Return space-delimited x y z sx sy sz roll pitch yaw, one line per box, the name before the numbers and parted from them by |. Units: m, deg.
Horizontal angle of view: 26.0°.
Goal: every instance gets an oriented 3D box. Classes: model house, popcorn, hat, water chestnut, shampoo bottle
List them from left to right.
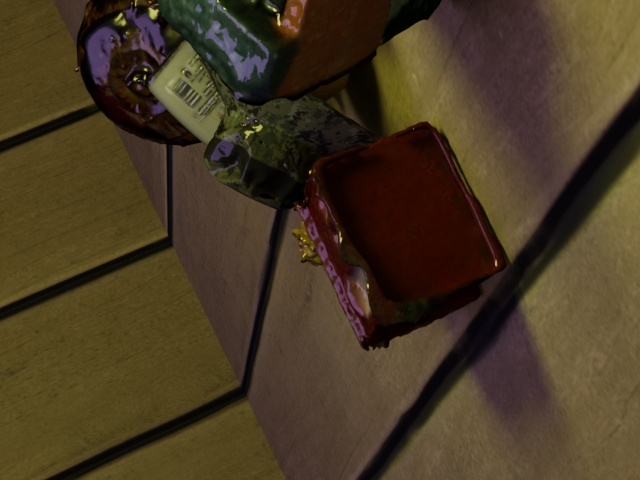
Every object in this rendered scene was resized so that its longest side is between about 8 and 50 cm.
water chestnut | -0.183 -0.278 1.930 0.300 0.300 0.300 59 165 27
shampoo bottle | -0.075 -0.156 1.761 0.284 0.153 0.071 42 -157 -10
hat | -0.056 -0.108 1.590 0.265 0.128 0.265 29 180 0
popcorn | 0.000 0.000 1.981 0.082 0.083 0.057 44 -178 -40
model house | 0.013 -0.292 1.167 0.184 0.253 0.291 48 144 18
model house | 0.076 0.008 1.538 0.196 0.160 0.254 63 169 9

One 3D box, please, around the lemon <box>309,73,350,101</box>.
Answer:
lemon | -0.016 -0.216 1.602 0.114 0.114 0.155 61 176 20
